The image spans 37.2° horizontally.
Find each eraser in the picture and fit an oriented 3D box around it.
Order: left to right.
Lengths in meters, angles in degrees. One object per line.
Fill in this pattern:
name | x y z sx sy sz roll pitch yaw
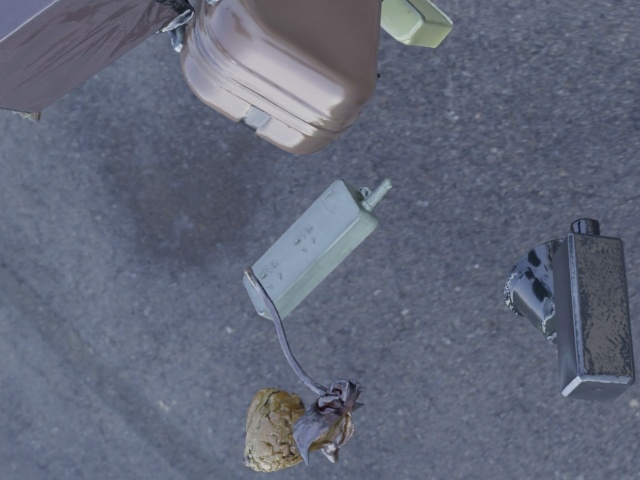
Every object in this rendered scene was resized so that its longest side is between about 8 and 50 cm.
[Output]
eraser | 0.127 -0.350 1.446 0.117 0.172 0.058 46 113 9

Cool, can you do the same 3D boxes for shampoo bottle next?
shampoo bottle | 0.356 0.084 1.253 0.080 0.079 0.246 106 170 -60

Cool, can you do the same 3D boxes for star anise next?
star anise | -0.046 0.181 1.304 0.227 0.148 0.218 33 128 28

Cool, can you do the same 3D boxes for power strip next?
power strip | 0.000 0.000 1.445 0.288 0.053 0.093 -46 45 18

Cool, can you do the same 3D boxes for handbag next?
handbag | -0.066 -0.275 1.121 0.149 0.283 0.301 -39 35 44

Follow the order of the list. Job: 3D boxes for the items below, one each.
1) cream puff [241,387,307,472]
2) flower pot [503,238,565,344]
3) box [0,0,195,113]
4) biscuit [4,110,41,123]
cream puff | -0.061 0.290 1.434 0.104 0.133 0.119 12 121 16
flower pot | 0.381 0.089 1.484 0.106 0.158 0.157 -119 41 -51
box | -0.234 -0.221 0.633 0.153 0.188 0.252 -36 89 8
biscuit | -0.438 -0.248 1.205 0.232 0.016 0.139 21 108 16
